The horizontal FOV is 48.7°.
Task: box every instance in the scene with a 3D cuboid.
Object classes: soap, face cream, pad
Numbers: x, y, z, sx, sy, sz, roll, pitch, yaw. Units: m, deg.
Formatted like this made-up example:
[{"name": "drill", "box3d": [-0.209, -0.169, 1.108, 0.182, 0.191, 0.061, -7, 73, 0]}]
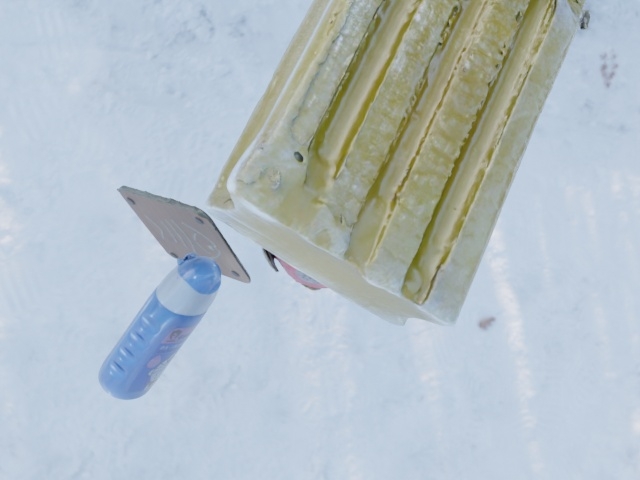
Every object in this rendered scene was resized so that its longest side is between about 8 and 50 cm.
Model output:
[{"name": "soap", "box3d": [0.061, -0.098, 0.475, 0.173, 0.089, 0.274, 33, 72, -20]}, {"name": "face cream", "box3d": [-0.243, 0.129, 1.106, 0.083, 0.149, 0.264, 40, 109, 8]}, {"name": "pad", "box3d": [-0.311, -0.010, 1.644, 0.018, 0.283, 0.287, -58, 146, -24]}]

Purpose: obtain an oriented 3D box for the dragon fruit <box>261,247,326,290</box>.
[{"name": "dragon fruit", "box3d": [0.000, 0.000, 1.569, 0.290, 0.290, 0.189, 32, 53, -24]}]
